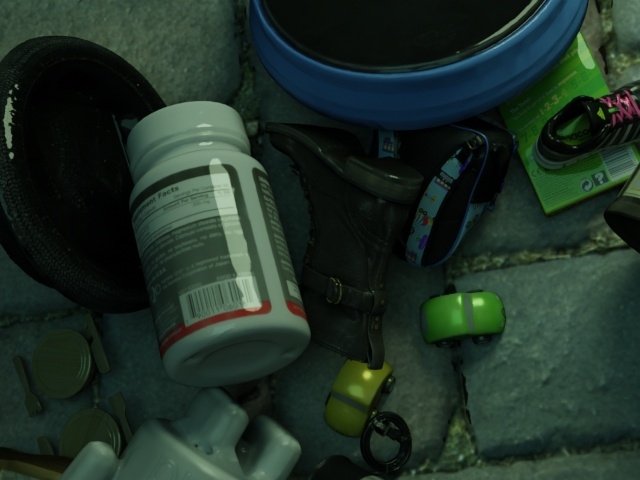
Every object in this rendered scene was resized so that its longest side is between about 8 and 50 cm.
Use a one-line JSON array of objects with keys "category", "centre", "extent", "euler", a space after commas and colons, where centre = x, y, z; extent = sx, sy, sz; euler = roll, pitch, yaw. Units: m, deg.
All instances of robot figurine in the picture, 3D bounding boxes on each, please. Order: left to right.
[{"category": "robot figurine", "centre": [-0.164, 0.334, 1.426], "extent": [0.300, 0.200, 0.353], "euler": [32, 87, -15]}]

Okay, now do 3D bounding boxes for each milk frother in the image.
[{"category": "milk frother", "centre": [0.076, 0.267, 1.417], "extent": [0.135, 0.129, 0.143], "euler": [20, 90, 42]}]

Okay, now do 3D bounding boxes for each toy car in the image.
[{"category": "toy car", "centre": [0.096, 0.093, 1.495], "extent": [0.225, 0.053, 0.239], "euler": [-10, 77, 10]}]

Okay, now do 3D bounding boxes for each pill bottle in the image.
[{"category": "pill bottle", "centre": [-0.120, 0.003, 1.440], "extent": [0.161, 0.161, 0.283], "euler": [-19, 65, 8]}]

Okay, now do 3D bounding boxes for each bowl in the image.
[{"category": "bowl", "centre": [0.104, -0.300, 1.488], "extent": [0.391, 0.077, 0.391], "euler": [-7, 55, 10]}]

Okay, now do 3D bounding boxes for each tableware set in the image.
[{"category": "tableware set", "centre": [-0.283, 0.195, 1.566], "extent": [0.128, 0.039, 0.194], "euler": [-30, 68, 17]}]

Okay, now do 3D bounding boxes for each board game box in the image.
[{"category": "board game box", "centre": [0.266, -0.167, 1.521], "extent": [0.124, 0.039, 0.259], "euler": [-23, 78, 6]}]

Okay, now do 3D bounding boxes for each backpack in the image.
[{"category": "backpack", "centre": [0.126, -0.064, 1.485], "extent": [0.158, 0.117, 0.173], "euler": [26, 111, 29]}]

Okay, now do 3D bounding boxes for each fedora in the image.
[{"category": "fedora", "centre": [-0.295, -0.063, 1.533], "extent": [0.153, 0.334, 0.334], "euler": [-23, 73, 38]}]

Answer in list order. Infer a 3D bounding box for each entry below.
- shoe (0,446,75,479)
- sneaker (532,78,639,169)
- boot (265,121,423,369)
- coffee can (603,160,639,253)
[{"category": "shoe", "centre": [-0.336, 0.277, 1.511], "extent": [0.219, 0.077, 0.058], "euler": [-1, 87, 47]}, {"category": "sneaker", "centre": [0.313, -0.134, 1.449], "extent": [0.170, 0.075, 0.063], "euler": [-24, 75, 4]}, {"category": "boot", "centre": [0.000, 0.000, 1.455], "extent": [0.263, 0.091, 0.229], "euler": [34, 115, 47]}, {"category": "coffee can", "centre": [0.456, -0.089, 1.376], "extent": [0.202, 0.201, 0.275], "euler": [32, 87, 16]}]
